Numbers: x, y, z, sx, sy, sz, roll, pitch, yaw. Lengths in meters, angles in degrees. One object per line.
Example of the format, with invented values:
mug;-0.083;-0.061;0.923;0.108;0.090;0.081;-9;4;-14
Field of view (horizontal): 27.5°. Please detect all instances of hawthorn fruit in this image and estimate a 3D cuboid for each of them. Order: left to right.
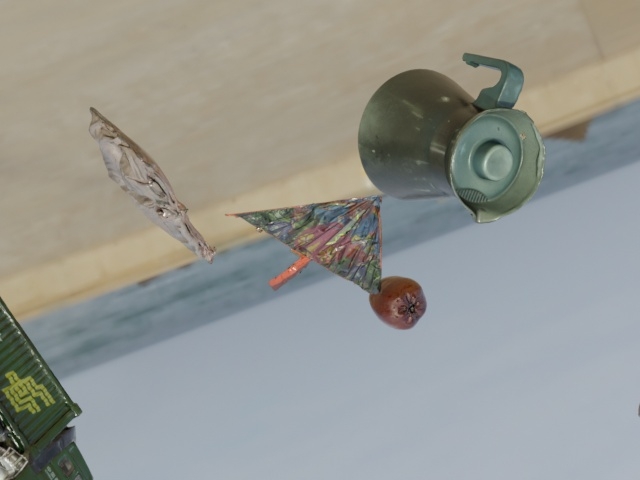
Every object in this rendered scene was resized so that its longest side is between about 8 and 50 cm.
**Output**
hawthorn fruit;0.112;0.090;1.977;0.081;0.081;0.093;-20;-157;-25

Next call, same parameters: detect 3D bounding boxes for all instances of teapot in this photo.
teapot;0.166;-0.130;1.613;0.171;0.203;0.225;17;-175;-30

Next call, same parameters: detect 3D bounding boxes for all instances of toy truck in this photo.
toy truck;-0.273;0.127;1.013;0.088;0.259;0.121;-28;-170;26

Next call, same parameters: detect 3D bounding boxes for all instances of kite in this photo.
kite;0.000;0.000;1.557;0.189;0.232;0.009;-42;-148;26

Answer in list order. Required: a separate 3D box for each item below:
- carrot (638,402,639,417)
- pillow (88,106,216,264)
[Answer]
carrot;0.476;0.122;1.512;0.258;0.100;0.307;-56;172;-38
pillow;-0.217;-0.061;1.667;0.049;0.135;0.248;-45;144;-10
